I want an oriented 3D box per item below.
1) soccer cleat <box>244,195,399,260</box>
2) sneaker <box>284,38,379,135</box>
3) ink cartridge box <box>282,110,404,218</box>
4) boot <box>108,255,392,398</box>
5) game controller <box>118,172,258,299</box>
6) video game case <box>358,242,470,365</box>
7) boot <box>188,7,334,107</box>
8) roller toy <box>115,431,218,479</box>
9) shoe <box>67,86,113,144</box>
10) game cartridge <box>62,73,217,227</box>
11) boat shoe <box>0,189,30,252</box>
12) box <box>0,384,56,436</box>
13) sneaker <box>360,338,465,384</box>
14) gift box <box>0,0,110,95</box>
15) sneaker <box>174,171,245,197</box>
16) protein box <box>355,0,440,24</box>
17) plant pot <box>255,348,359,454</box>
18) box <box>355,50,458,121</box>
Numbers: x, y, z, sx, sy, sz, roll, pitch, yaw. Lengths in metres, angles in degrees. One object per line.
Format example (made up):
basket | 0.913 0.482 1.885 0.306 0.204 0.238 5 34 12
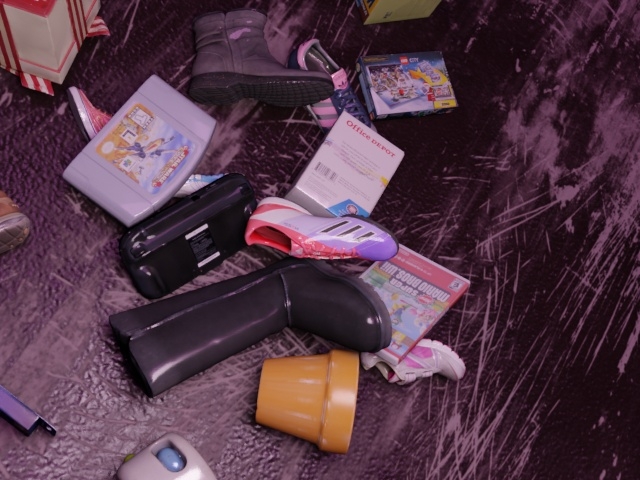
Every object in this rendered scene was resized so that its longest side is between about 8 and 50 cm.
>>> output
soccer cleat | 0.000 0.000 1.615 0.318 0.109 0.116 15 44 14
sneaker | 0.040 -0.328 1.844 0.112 0.131 0.319 -41 89 -28
ink cartridge box | 0.042 -0.129 1.757 0.171 0.168 0.233 35 65 -6
boot | -0.139 0.177 1.510 0.445 0.367 0.146 -17 114 -27
game controller | -0.260 -0.010 1.643 0.319 0.067 0.166 -32 127 -25
video game case | 0.166 0.130 1.717 0.204 0.025 0.285 29 51 27
boot | -0.133 -0.426 1.783 0.338 0.118 0.223 3 71 0
roller toy | -0.264 0.458 1.438 0.146 0.191 0.209 -33 85 -27
shoe | -0.469 -0.253 1.680 0.081 0.063 0.178 -25 87 -26
game cartridge | -0.359 -0.182 1.629 0.198 0.062 0.297 35 72 4
boat shoe | -0.721 -0.002 1.482 0.324 0.123 0.116 -25 75 -31
box | -0.574 0.289 1.416 0.225 0.136 0.036 39 63 -4
sneaker | 0.192 0.268 1.722 0.252 0.103 0.111 19 68 -4
gift box | -0.585 -0.473 1.599 0.276 0.258 0.255 23 66 -2
sneaker | -0.248 -0.098 1.702 0.190 0.071 0.083 -7 80 -21
protein box | 0.208 -0.664 1.979 0.201 0.200 0.136 -13 77 -22
plant pot | -0.029 0.313 1.580 0.187 0.205 0.205 8 69 -1
box | 0.216 -0.388 1.975 0.233 0.044 0.159 -9 76 -22
